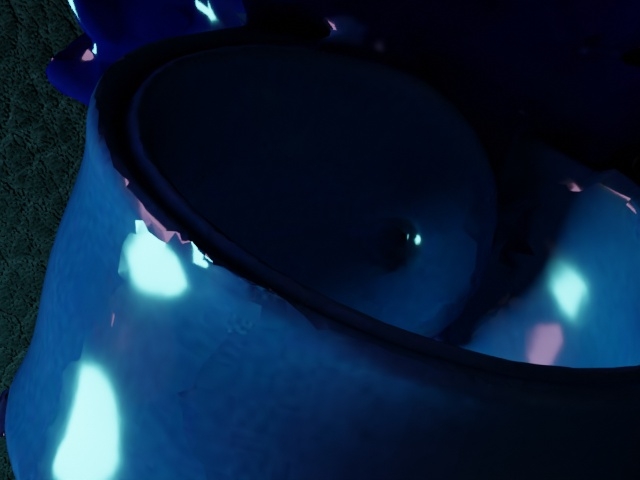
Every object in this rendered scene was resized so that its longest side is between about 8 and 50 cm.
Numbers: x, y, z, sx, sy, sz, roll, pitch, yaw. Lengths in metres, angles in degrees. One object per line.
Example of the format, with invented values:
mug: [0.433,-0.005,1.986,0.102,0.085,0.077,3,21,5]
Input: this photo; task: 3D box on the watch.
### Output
watch: [0.006,0.007,0.416,0.200,0.196,0.171,-79,-1,-61]
